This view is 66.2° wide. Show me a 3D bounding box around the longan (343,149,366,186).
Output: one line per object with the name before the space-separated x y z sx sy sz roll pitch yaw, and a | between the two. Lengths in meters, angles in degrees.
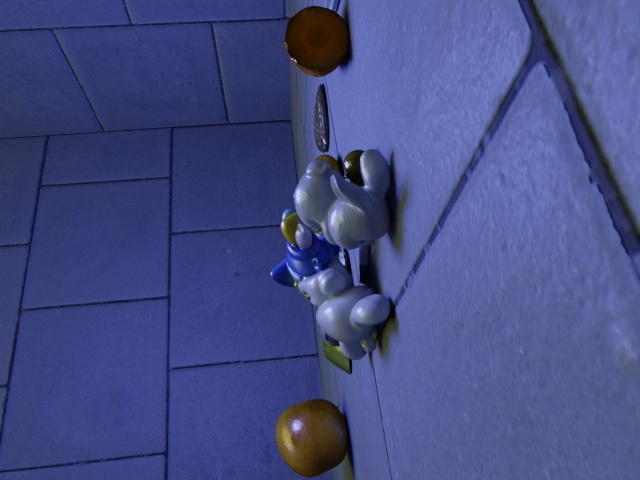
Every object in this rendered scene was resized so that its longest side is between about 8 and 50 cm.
longan | 0.076 -0.147 1.013 0.075 0.083 0.075 38 -140 -41

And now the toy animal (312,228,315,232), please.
toy animal | 0.004 -0.089 1.485 0.176 0.255 0.239 -38 -73 -55

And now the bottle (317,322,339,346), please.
bottle | 0.050 0.273 1.533 0.233 0.109 0.110 138 127 -84

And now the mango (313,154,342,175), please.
mango | 0.018 -0.211 1.533 0.178 0.089 0.115 155 97 -81

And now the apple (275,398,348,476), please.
apple | -0.028 0.781 1.935 0.299 0.298 0.275 92 154 -54

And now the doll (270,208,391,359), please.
doll | 0.029 0.104 1.179 0.366 0.187 0.376 53 145 17

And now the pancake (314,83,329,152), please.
pancake | 0.000 -0.444 1.811 0.250 0.031 0.250 175 90 -84

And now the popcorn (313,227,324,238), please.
popcorn | 0.000 0.000 1.759 0.126 0.125 0.145 -114 8 -47

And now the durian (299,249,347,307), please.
durian | 0.019 0.093 1.533 0.166 0.172 0.307 129 151 -47

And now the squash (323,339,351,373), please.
squash | 0.054 0.380 1.724 0.184 0.084 0.192 -114 19 -77

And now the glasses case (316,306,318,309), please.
glasses case | 0.024 0.206 1.911 0.184 0.077 0.040 92 175 -49

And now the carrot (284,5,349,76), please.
carrot | -0.014 -0.489 1.278 0.225 0.158 0.159 -149 54 -86

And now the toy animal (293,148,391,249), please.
toy animal | 0.044 -0.079 0.946 0.193 0.127 0.179 18 132 49

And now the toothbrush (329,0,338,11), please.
toothbrush | 0.036 -0.620 1.287 0.342 0.025 0.030 149 109 -84

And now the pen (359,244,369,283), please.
pen | 0.103 0.020 1.166 0.025 0.025 0.204 -102 9 -54
